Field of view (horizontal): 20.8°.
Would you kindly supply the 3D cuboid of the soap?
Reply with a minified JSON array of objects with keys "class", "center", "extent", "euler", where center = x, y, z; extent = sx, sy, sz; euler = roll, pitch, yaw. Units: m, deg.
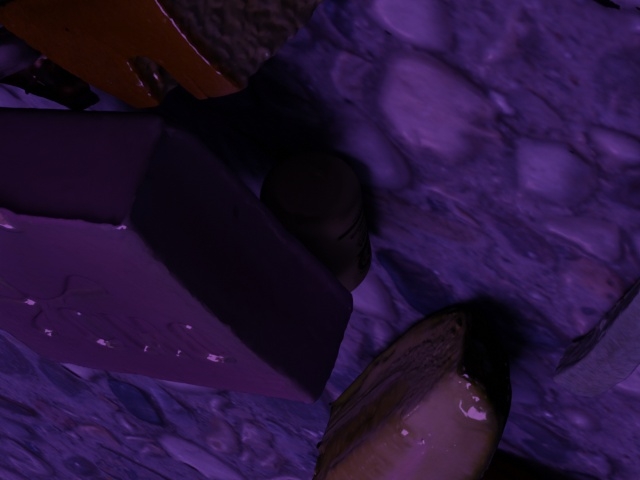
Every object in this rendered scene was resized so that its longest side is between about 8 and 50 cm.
[{"class":"soap","center":[-0.165,0.006,1.321],"extent":[0.296,0.107,0.285],"euler":[4,152,36]}]

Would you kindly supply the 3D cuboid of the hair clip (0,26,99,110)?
[{"class":"hair clip","center":[-0.235,-0.139,1.329],"extent":[0.257,0.146,0.075],"euler":[7,127,50]}]

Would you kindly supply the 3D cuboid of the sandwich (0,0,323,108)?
[{"class":"sandwich","center":[-0.112,-0.168,1.156],"extent":[0.236,0.122,0.128],"euler":[2,140,52]}]

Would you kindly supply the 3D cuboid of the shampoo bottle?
[{"class":"shampoo bottle","center":[0.000,0.000,1.397],"extent":[0.079,0.079,0.162],"euler":[22,155,19]}]

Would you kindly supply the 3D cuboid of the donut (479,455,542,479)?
[{"class":"donut","center":[0.135,0.350,1.650],"extent":[0.330,0.330,0.160],"euler":[23,149,19]}]

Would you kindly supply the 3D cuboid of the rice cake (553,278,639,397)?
[{"class":"rice cake","center":[0.231,0.066,1.302],"extent":[0.045,0.042,0.245],"euler":[27,156,2]}]

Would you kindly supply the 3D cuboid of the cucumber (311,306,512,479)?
[{"class":"cucumber","center":[0.093,0.160,1.533],"extent":[0.105,0.145,0.325],"euler":[24,144,-11]}]
